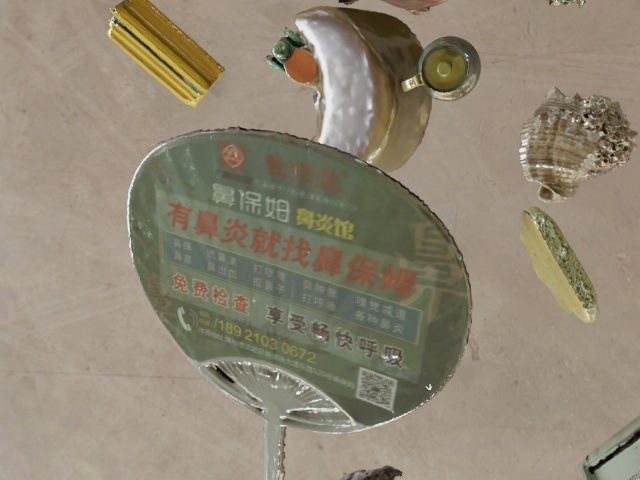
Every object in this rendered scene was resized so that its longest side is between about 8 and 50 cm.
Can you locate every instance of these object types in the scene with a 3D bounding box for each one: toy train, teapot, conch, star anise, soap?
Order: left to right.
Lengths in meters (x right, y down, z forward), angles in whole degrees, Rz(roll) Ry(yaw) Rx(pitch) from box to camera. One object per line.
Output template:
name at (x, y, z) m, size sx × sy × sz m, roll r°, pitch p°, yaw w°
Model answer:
soap at (-0.435, -0.528, 1.755) m, size 0.324 × 0.204 × 0.096 m, roll 41°, pitch 71°, yaw -17°
toy train at (-0.028, -0.466, 1.691) m, size 0.177 × 0.285 × 0.116 m, roll 42°, pitch 107°, yaw 11°
star anise at (0.081, 0.631, 1.489) m, size 0.139 × 0.316 × 0.359 m, roll 46°, pitch 117°, yaw -7°
teapot at (0.243, -0.344, 1.286) m, size 0.165 × 0.119 × 0.130 m, roll -19°, pitch 97°, yaw 21°
conch at (0.438, -0.169, 1.080) m, size 0.178 × 0.163 × 0.245 m, roll 37°, pitch 77°, yaw 16°

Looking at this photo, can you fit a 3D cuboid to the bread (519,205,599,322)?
bread at (0.537, 0.054, 1.434) m, size 0.056 × 0.207 × 0.286 m, roll -26°, pitch 84°, yaw 2°

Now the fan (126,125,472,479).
fan at (-0.005, 0.065, 0.383) m, size 0.223 × 0.012 × 0.294 m, roll -14°, pitch 107°, yaw 32°

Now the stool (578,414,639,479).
stool at (0.463, 0.308, 0.701) m, size 0.170 × 0.270 × 0.243 m, roll 41°, pitch 110°, yaw -2°

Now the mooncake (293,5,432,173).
mooncake at (0.078, -0.347, 1.516) m, size 0.393 × 0.246 × 0.394 m, roll 59°, pitch 140°, yaw 16°

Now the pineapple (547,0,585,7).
pineapple at (0.604, -0.653, 1.411) m, size 0.262 × 0.262 × 0.272 m, roll 27°, pitch 70°, yaw 9°

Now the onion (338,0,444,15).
onion at (0.182, -0.707, 1.551) m, size 0.385 × 0.348 × 0.348 m, roll -38°, pitch 91°, yaw -10°
